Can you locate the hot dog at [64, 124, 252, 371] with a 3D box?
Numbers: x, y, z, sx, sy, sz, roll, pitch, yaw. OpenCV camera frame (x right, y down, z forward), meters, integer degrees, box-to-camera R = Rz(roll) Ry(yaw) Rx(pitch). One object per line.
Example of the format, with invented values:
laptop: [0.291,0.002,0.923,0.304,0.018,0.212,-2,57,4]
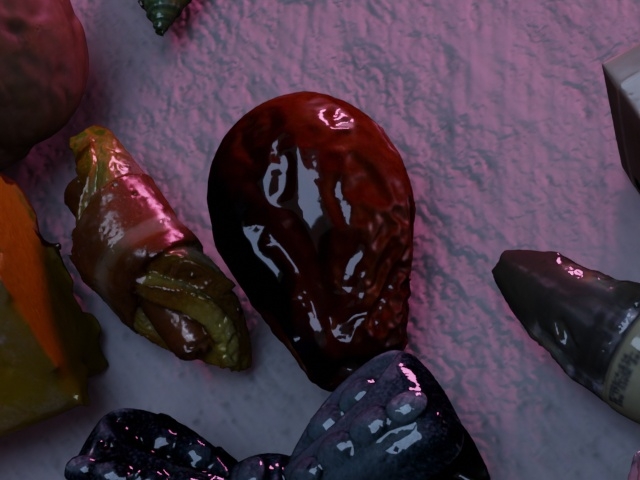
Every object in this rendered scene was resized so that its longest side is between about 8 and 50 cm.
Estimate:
hot dog: [-0.159,0.014,1.110,0.093,0.123,0.261,-28,61,-22]

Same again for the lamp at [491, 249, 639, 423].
lamp: [0.232,0.077,0.969,0.250,0.101,0.101,33,83,33]

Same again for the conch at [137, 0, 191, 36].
conch: [-0.147,-0.282,1.252,0.095,0.079,0.200,-22,46,24]

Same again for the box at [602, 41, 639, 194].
box: [0.287,-0.102,0.963,0.141,0.201,0.058,-31,67,7]

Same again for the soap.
soap: [-0.359,0.064,1.095,0.281,0.143,0.259,-24,105,12]

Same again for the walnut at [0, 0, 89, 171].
walnut: [-0.335,-0.163,1.180,0.248,0.248,0.248,-7,68,16]

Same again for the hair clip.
hair clip: [-0.030,0.214,0.970,0.310,0.194,0.206,-13,54,16]

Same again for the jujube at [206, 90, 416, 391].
jujube: [0.000,0.000,1.048,0.168,0.168,0.236,-20,71,11]

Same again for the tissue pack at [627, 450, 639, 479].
tissue pack: [0.250,0.272,0.796,0.159,0.145,0.229,9,117,19]
